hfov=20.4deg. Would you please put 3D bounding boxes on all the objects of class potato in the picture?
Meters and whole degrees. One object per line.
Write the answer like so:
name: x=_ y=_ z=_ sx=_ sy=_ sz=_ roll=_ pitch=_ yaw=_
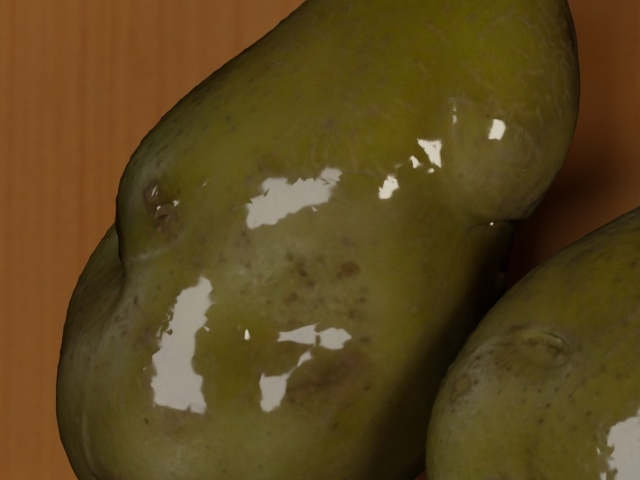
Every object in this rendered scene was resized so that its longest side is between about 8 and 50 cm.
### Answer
potato: x=0.161 y=0.057 z=0.758 sx=0.251 sy=0.159 sz=0.174 roll=-38 pitch=60 yaw=-12
potato: x=0.003 y=0.002 z=0.864 sx=0.202 sy=0.218 sz=0.351 roll=30 pitch=103 yaw=0
